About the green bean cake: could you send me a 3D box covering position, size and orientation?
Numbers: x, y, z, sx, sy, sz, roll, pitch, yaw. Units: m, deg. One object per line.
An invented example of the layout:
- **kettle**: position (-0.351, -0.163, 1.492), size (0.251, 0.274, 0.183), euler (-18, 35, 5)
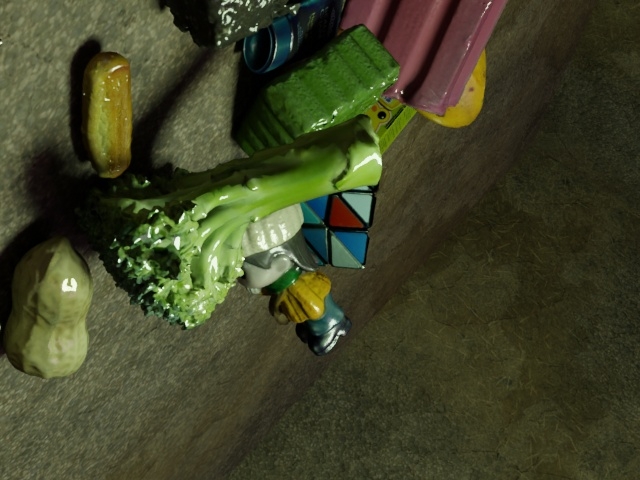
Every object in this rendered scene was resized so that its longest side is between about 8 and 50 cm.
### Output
- **green bean cake**: position (-0.009, -0.210, 1.707), size (0.222, 0.125, 0.248), euler (-40, 180, -28)

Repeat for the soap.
- **soap**: position (0.179, -0.398, 1.775), size (0.128, 0.233, 0.359), euler (-40, 159, -47)

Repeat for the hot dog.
- **hot dog**: position (-0.266, -0.154, 1.332), size (0.066, 0.047, 0.216), euler (-31, 156, -23)

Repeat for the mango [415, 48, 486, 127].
- **mango**: position (0.210, -0.339, 1.986), size (0.160, 0.191, 0.290), euler (-43, 122, -47)

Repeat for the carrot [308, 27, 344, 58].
- **carrot**: position (0.007, -0.327, 1.796), size (0.093, 0.032, 0.032), euler (-36, 157, -37)

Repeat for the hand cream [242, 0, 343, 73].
- **hand cream**: position (-0.029, -0.326, 1.656), size (0.270, 0.061, 0.120), euler (-40, 145, -56)

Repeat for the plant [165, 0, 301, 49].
- **plant**: position (-0.093, -0.330, 1.323), size (0.203, 0.142, 0.131), euler (-39, 151, -18)

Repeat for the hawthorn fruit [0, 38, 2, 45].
- **hawthorn fruit**: position (-0.343, -0.134, 0.904), size (0.225, 0.196, 0.196), euler (-49, 167, -53)

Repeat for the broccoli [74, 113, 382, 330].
- **broccoli**: position (-0.125, -0.045, 1.497), size (0.397, 0.353, 0.275), euler (-36, 118, -19)

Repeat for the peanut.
- **peanut**: position (-0.364, 0.101, 1.453), size (0.123, 0.123, 0.257), euler (-41, 160, -39)

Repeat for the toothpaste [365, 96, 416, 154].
- **toothpaste**: position (0.086, -0.220, 2.106), size (0.327, 0.110, 0.077), euler (-52, 163, -9)

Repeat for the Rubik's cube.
- **Rubik's cube**: position (0.000, 0.000, 1.908), size (0.284, 0.234, 0.250), euler (9, 122, -41)

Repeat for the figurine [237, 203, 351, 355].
- **figurine**: position (-0.065, 0.030, 1.846), size (0.204, 0.332, 0.185), euler (-54, -154, -2)
